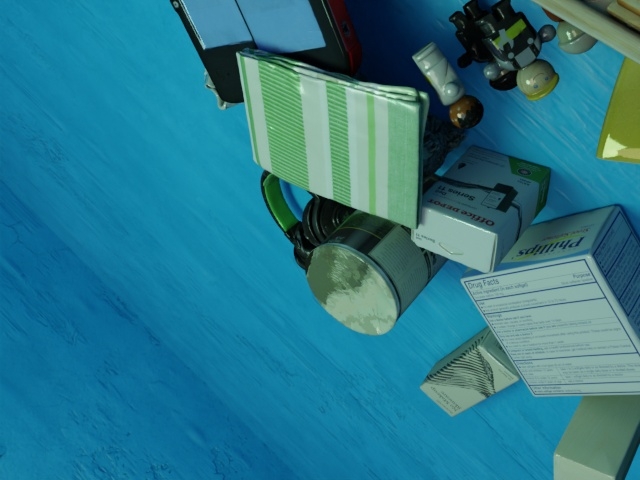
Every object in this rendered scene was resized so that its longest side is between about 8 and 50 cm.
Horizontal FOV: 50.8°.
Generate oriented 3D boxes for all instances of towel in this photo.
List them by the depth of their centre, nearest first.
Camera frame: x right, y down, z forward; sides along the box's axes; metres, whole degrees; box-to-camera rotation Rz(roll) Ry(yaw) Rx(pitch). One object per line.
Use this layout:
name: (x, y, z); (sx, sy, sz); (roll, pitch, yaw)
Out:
towel: (0.016, -0.165, 1.074); (0.325, 0.038, 0.248); (21, 138, 25)

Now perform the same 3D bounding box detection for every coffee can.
coffee can: (0.132, 0.017, 1.283); (0.201, 0.275, 0.201); (26, 139, 25)

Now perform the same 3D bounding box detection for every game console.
game console: (-0.125, -0.395, 1.042); (0.342, 0.060, 0.386); (3, 129, 40)

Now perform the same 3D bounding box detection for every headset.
headset: (0.000, 0.000, 1.458); (0.394, 0.185, 0.243); (45, 153, 9)

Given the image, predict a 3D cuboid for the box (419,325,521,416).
box: (0.339, 0.286, 1.486); (0.113, 0.094, 0.275); (41, 143, 6)

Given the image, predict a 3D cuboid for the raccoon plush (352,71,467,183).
raccoon plush: (0.053, -0.271, 1.166); (0.299, 0.216, 0.446); (-8, 118, 40)

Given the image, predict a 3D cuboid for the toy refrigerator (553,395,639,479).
toy refrigerator: (0.514, 0.327, 1.198); (0.102, 0.269, 0.094); (15, 134, 35)

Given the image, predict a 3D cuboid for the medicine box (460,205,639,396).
medicine box: (0.442, 0.118, 1.175); (0.263, 0.149, 0.289); (-18, 110, 52)

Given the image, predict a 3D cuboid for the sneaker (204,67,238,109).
sneaker: (-0.220, -0.367, 1.438); (0.071, 0.083, 0.190); (5, 126, 45)

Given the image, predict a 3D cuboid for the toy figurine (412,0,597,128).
toy figurine: (0.258, -0.264, 0.944); (0.148, 0.209, 0.213); (51, 145, -15)

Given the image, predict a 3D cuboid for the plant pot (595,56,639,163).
plant pot: (0.474, -0.202, 0.801); (0.212, 0.212, 0.187); (14, 121, 37)

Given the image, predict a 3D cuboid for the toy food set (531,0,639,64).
toy food set: (0.350, -0.334, 0.723); (0.306, 0.220, 0.092); (47, -170, 31)

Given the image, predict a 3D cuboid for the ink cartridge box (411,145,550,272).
ink cartridge box: (0.269, -0.058, 1.130); (0.153, 0.208, 0.087); (23, 138, 29)
